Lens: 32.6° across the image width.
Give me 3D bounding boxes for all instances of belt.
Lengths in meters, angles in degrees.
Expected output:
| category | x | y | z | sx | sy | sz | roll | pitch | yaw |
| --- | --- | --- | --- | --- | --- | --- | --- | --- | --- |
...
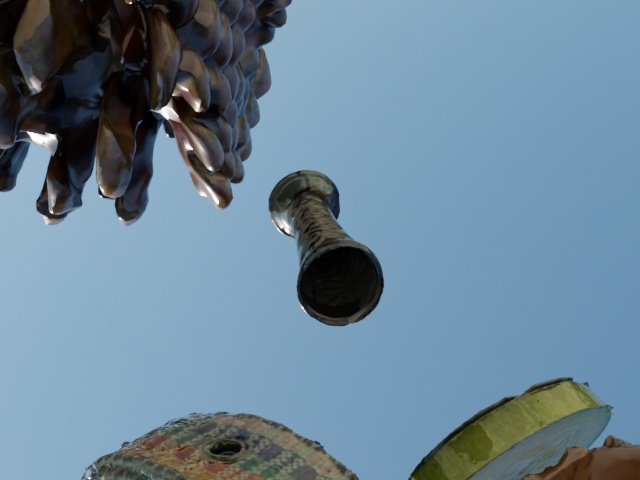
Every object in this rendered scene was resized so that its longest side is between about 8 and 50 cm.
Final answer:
| category | x | y | z | sx | sy | sz | roll | pitch | yaw |
| --- | --- | --- | --- | --- | --- | --- | --- | --- | --- |
| belt | -0.091 | 0.259 | 0.906 | 0.295 | 0.207 | 0.160 | 25 | -148 | 31 |

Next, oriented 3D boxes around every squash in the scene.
| category | x | y | z | sx | sy | sz | roll | pitch | yaw |
| --- | --- | --- | --- | --- | --- | --- | --- | --- | --- |
| squash | 0.169 | 0.208 | 0.996 | 0.219 | 0.219 | 0.041 | -25 | -123 | -15 |

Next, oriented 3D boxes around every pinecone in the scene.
| category | x | y | z | sx | sy | sz | roll | pitch | yaw |
| --- | --- | --- | --- | --- | --- | --- | --- | --- | --- |
| pinecone | -0.195 | -0.195 | 0.735 | 0.384 | 0.385 | 0.384 | -14 | -155 | 7 |

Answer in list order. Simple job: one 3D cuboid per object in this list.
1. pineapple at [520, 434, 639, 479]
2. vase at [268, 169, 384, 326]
| category | x | y | z | sx | sy | sz | roll | pitch | yaw |
| --- | --- | --- | --- | --- | --- | --- | --- | --- | --- |
| pineapple | 0.292 | 0.311 | 0.851 | 0.223 | 0.357 | 0.223 | -32 | -144 | 28 |
| vase | 0.000 | 0.000 | 0.771 | 0.059 | 0.059 | 0.167 | -18 | -158 | -3 |
